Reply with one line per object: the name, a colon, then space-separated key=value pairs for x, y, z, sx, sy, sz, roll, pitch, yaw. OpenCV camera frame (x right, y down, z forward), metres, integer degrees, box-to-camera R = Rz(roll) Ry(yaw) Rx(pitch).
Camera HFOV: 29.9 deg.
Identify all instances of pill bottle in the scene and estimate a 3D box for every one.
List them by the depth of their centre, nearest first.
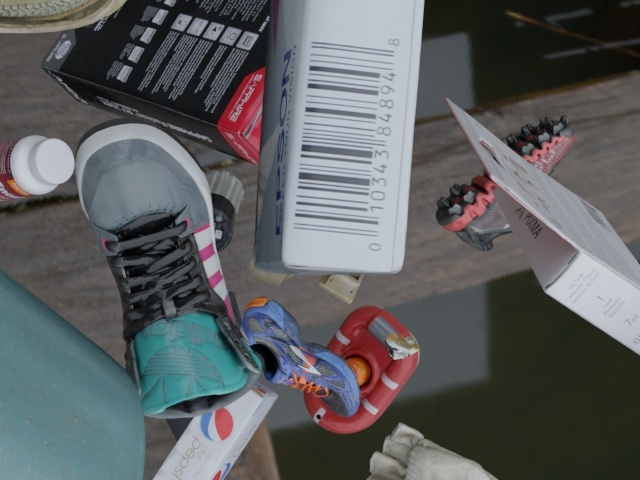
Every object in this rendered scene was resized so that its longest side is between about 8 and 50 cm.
pill bottle: x=-0.425 y=-0.105 z=1.716 sx=0.086 sy=0.152 sz=0.086 roll=7 pitch=80 yaw=-47

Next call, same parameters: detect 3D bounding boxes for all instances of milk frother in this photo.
milk frother: x=-0.209 y=-0.045 z=1.924 sx=0.143 sy=0.134 sz=0.129 roll=29 pitch=117 yaw=-11

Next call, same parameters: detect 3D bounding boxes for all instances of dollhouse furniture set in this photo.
dollhouse furniture set: x=0.000 y=0.000 z=1.823 sx=0.161 sy=0.182 sz=0.101 roll=31 pitch=135 yaw=-5

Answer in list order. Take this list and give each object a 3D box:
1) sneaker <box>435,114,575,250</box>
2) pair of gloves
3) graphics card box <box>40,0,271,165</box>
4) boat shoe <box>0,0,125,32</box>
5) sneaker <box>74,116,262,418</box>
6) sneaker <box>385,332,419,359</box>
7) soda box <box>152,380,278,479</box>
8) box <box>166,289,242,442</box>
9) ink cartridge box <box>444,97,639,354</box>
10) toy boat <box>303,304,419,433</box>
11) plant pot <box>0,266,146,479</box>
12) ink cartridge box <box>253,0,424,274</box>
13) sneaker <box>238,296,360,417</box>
sneaker: x=0.327 y=-0.088 z=1.997 sx=0.276 sy=0.097 sz=0.135 roll=-42 pitch=110 yaw=1
pair of gloves: x=0.112 y=0.289 z=1.090 sx=0.042 sy=0.204 sz=0.240 roll=-38 pitch=155 yaw=-47
graphics card box: x=-0.150 y=-0.244 z=1.471 sx=0.232 sy=0.371 sz=0.094 roll=-60 pitch=144 yaw=-12
boat shoe: x=-0.094 y=-0.108 z=0.375 sx=0.098 sy=0.109 sz=0.302 roll=48 pitch=47 yaw=12
sneaker: x=-0.129 y=0.053 z=1.008 sx=0.124 sy=0.178 sz=0.295 roll=-17 pitch=138 yaw=-2
sneaker: x=0.109 y=0.154 z=1.691 sx=0.037 sy=0.032 sz=0.083 roll=-39 pitch=152 yaw=17
soda box: x=-0.156 y=0.291 z=1.729 sx=0.074 sy=0.069 sz=0.216 roll=35 pitch=96 yaw=18
box: x=-0.183 y=0.202 z=1.897 sx=0.108 sy=0.153 sz=0.207 roll=-2 pitch=61 yaw=3
ink cartridge box: x=0.242 y=-0.025 z=1.340 sx=0.261 sy=0.296 sz=0.066 roll=34 pitch=107 yaw=-15
toy boat: x=0.053 y=0.228 z=2.038 sx=0.231 sy=0.151 sz=0.151 roll=-57 pitch=159 yaw=22
plant pot: x=-0.292 y=0.091 z=0.609 sx=0.341 sy=0.341 sz=0.334 roll=-51 pitch=125 yaw=-4
ink cartridge box: x=0.002 y=-0.140 z=0.737 sx=0.071 sy=0.330 sz=0.324 roll=4 pitch=87 yaw=-8
sneaker: x=-0.037 y=0.183 z=1.716 sx=0.221 sy=0.083 sz=0.087 roll=40 pitch=53 yaw=-5
